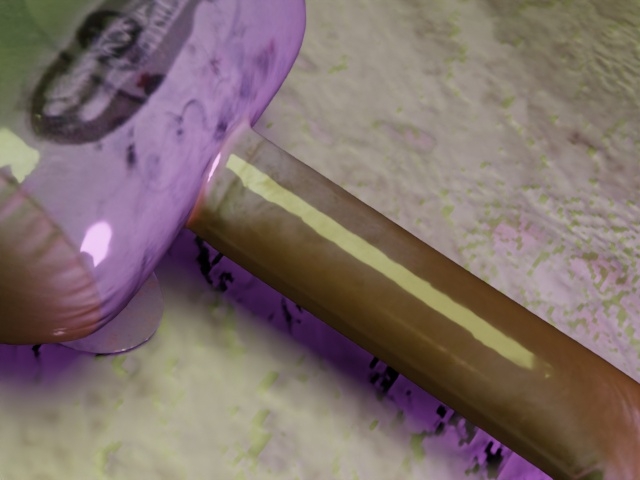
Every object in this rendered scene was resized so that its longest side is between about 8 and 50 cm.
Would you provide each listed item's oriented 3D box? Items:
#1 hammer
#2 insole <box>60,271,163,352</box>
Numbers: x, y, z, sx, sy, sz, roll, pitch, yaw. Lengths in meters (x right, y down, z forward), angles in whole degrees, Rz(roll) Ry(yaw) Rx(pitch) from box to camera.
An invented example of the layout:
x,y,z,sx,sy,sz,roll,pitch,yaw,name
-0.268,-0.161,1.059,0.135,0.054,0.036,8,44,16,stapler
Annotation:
x,y,z,sx,sy,sz,roll,pitch,yaw,name
0.000,0.000,0.491,0.305,0.113,0.202,33,55,-2,hammer
-0.136,-0.027,0.527,0.197,0.004,0.065,44,56,15,insole
